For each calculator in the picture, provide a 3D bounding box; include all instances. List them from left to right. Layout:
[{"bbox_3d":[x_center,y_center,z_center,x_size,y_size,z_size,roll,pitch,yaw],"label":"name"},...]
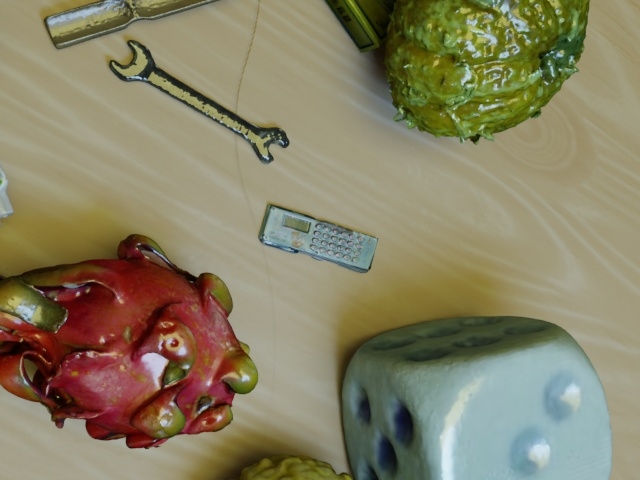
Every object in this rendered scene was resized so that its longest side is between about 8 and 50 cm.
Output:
[{"bbox_3d":[0.000,0.000,1.162,0.172,0.018,0.057,17,83,-22],"label":"calculator"}]

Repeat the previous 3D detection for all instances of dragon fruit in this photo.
[{"bbox_3d":[-0.233,0.123,0.949,0.307,0.227,0.243,-16,94,-20],"label":"dragon fruit"}]

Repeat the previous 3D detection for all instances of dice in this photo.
[{"bbox_3d":[0.199,0.250,1.124,0.268,0.265,0.262,-9,95,-23],"label":"dice"}]

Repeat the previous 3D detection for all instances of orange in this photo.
[{"bbox_3d":[0.219,-0.268,1.095,0.301,0.223,0.300,-11,129,-55],"label":"orange"}]

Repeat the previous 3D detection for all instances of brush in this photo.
[{"bbox_3d":[-0.214,-0.289,1.048,0.248,0.036,0.043,-22,97,-15],"label":"brush"}]

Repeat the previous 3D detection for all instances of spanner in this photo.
[{"bbox_3d":[-0.150,-0.174,1.088,0.255,0.015,0.054,29,80,-22],"label":"spanner"}]

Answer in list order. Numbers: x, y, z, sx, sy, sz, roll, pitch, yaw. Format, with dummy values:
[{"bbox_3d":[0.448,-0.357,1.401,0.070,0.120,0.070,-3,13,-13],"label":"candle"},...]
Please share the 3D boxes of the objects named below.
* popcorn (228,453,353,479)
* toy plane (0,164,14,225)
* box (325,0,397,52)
[{"bbox_3d":[-0.037,0.392,1.048,0.249,0.225,0.249,2,86,-26],"label":"popcorn"},{"bbox_3d":[-0.427,-0.040,0.927,0.174,0.080,0.174,0,89,-9],"label":"toy plane"},{"bbox_3d":[0.103,-0.381,1.168,0.220,0.064,0.141,-42,109,-16],"label":"box"}]
